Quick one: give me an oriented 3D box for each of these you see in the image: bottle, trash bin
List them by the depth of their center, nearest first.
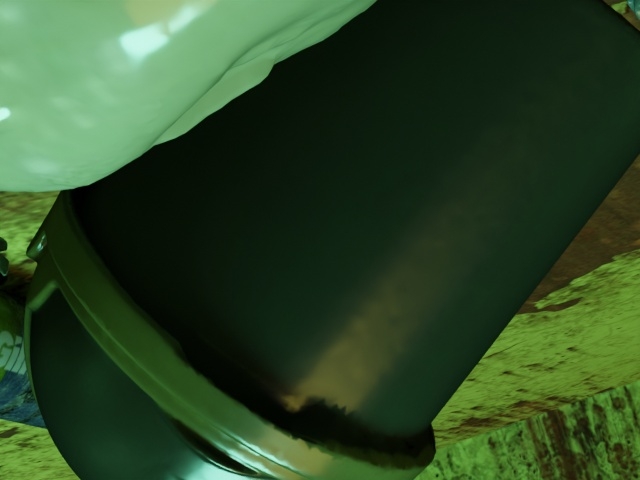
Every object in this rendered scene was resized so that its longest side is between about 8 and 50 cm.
[{"bbox_3d":[0.000,0.000,0.733,0.334,0.214,0.214,-48,154,14],"label":"trash bin"},{"bbox_3d":[-0.223,0.094,1.219,0.093,0.093,0.330,-19,163,12],"label":"bottle"}]

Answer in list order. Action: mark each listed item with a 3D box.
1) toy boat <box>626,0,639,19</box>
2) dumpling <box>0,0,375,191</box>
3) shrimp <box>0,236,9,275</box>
[{"bbox_3d":[0.282,-0.184,0.734,0.089,0.121,0.321,8,152,-42],"label":"toy boat"},{"bbox_3d":[-0.079,-0.127,0.398,0.316,0.233,0.395,-27,176,28],"label":"dumpling"},{"bbox_3d":[-0.286,0.028,0.860,0.221,0.166,0.410,-12,175,-21],"label":"shrimp"}]
